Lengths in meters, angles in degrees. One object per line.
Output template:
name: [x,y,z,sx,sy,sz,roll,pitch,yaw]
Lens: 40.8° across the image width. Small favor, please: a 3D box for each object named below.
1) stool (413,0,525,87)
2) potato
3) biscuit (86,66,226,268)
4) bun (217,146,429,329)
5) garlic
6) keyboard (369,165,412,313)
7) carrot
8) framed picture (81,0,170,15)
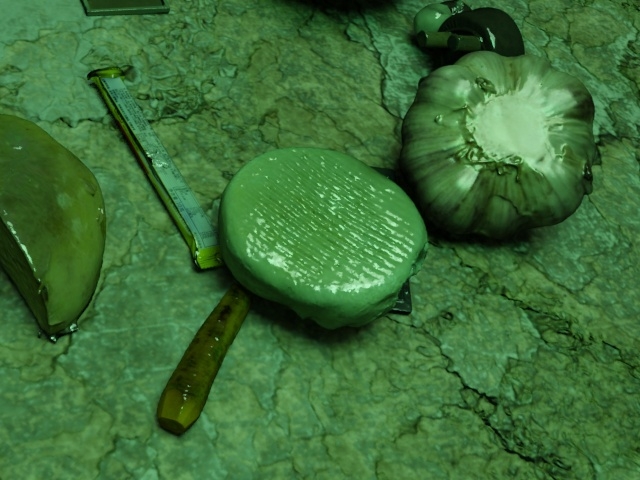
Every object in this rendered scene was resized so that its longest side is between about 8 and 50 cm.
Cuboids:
stool: [0.187,-0.263,1.166,0.121,0.125,0.217,-14,51,-27]
potato: [-0.272,-0.038,0.836,0.138,0.098,0.243,-31,71,-38]
biscuit: [-0.180,-0.088,0.952,0.048,0.026,0.292,-17,63,-35]
bun: [-0.003,-0.002,0.899,0.221,0.108,0.221,6,53,-8]
garlic: [0.208,-0.109,1.038,0.244,0.160,0.245,1,77,-6]
keyboard: [0.067,-0.006,0.993,0.061,0.013,0.204,8,53,-15]
carrot: [-0.106,0.108,0.825,0.042,0.042,0.171,27,48,0]
framed picture: [-0.270,-0.348,1.123,0.109,0.011,0.149,-9,58,-27]
